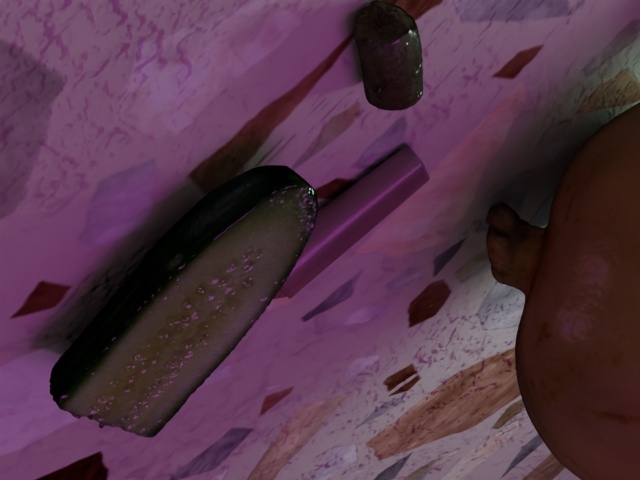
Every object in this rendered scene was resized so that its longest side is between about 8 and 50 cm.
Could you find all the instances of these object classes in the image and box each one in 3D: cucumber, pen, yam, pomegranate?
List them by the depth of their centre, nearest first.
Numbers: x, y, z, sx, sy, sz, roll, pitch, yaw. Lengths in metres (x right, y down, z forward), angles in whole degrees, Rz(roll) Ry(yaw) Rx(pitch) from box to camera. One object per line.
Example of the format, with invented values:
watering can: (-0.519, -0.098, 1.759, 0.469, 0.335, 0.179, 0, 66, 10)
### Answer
yam: (0.046, -0.118, 0.856, 0.043, 0.043, 0.094, -32, 153, -10)
cucumber: (-0.093, 0.034, 0.912, 0.244, 0.063, 0.115, -46, 145, 19)
pen: (0.000, 0.000, 1.013, 0.197, 0.032, 0.053, -39, 156, -2)
pomegranate: (0.336, 0.051, 1.162, 0.412, 0.411, 0.411, -29, 154, -16)
